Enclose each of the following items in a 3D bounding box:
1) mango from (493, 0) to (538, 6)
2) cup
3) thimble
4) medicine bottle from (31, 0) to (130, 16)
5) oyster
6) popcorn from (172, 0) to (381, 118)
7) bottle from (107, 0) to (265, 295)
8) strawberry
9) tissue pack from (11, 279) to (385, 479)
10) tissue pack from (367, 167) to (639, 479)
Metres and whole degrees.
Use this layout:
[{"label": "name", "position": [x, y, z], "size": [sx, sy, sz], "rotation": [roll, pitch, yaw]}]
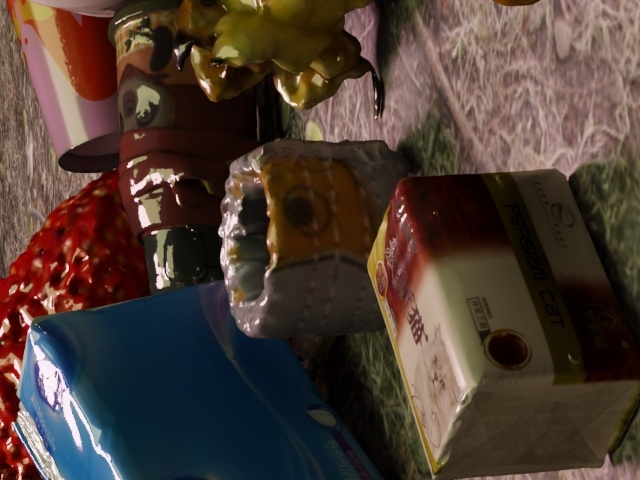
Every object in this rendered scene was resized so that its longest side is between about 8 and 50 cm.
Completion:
[{"label": "mango", "position": [0.107, -0.188, 1.061], "size": [0.080, 0.060, 0.114], "rotation": [-176, 81, -89]}, {"label": "cup", "position": [-0.241, -0.228, 2.000], "size": [0.203, 0.203, 0.288], "rotation": [133, 125, -67]}, {"label": "thimble", "position": [-0.001, 0.000, 1.340], "size": [0.151, 0.118, 0.127], "rotation": [120, 144, -62]}, {"label": "medicine bottle", "position": [-0.212, -0.303, 1.654], "size": [0.371, 0.211, 0.211], "rotation": [-62, -30, -85]}, {"label": "oyster", "position": [-0.012, 0.082, 1.511], "size": [0.121, 0.045, 0.146], "rotation": [115, 146, -57]}, {"label": "popcorn", "position": [-0.021, -0.199, 1.354], "size": [0.168, 0.173, 0.195], "rotation": [-17, 65, 50]}, {"label": "bottle", "position": [-0.106, -0.075, 1.637], "size": [0.156, 0.143, 0.271], "rotation": [54, -149, -74]}, {"label": "strawberry", "position": [-0.209, 0.091, 1.843], "size": [0.292, 0.292, 0.343], "rotation": [-176, 101, -73]}, {"label": "tissue pack", "position": [-0.086, 0.169, 1.420], "size": [0.263, 0.198, 0.146], "rotation": [54, 143, 36]}, {"label": "tissue pack", "position": [0.099, 0.044, 1.041], "size": [0.099, 0.106, 0.148], "rotation": [108, 153, -46]}]
